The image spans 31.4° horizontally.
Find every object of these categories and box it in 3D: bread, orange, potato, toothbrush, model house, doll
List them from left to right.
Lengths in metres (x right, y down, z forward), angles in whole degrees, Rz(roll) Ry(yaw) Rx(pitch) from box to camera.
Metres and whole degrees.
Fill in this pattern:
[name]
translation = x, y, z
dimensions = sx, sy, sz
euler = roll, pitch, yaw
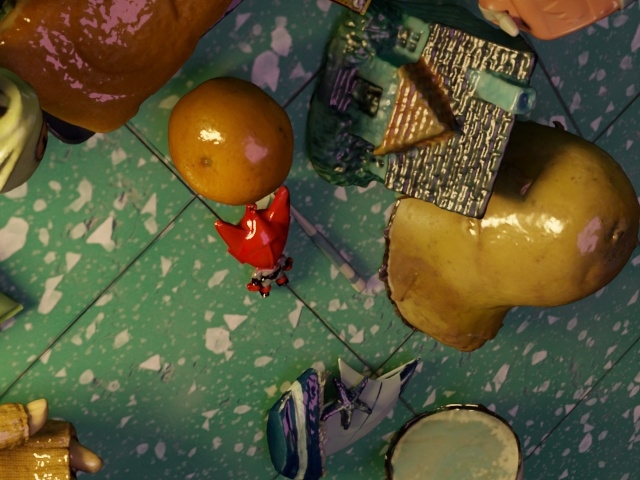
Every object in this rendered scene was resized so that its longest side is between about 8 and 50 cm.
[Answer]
[bread]
translation = -0.198, -0.230, 1.090
dimensions = 0.245, 0.121, 0.174
euler = -46, 135, 10
[orange]
translation = -0.103, -0.122, 1.366
dimensions = 0.136, 0.159, 0.159
euler = -52, 146, -49
[doll]
translation = -0.076, 0.011, 1.524
dimensions = 0.109, 0.057, 0.169
euler = -29, 133, -15
[toothbrush]
translation = 0.000, 0.000, 1.597
dimensions = 0.019, 0.025, 0.275
euler = -46, 134, -5
[model house]
translation = 0.147, -0.151, 1.468
dimensions = 0.226, 0.241, 0.261
euler = -5, 120, -37
[potato]
translation = 0.286, 0.024, 1.644
dimensions = 0.290, 0.296, 0.397
euler = 11, 108, -38

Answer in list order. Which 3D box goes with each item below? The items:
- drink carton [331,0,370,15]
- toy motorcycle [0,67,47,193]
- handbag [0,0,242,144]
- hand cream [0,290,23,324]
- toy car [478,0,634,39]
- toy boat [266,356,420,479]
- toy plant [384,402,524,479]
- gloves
[drink carton]
translation = 0.055, -0.366, 1.391
dimensions = 0.071, 0.056, 0.165
euler = 15, 107, -38
[toy motorcycle]
translation = -0.412, -0.107, 1.019
dimensions = 0.237, 0.410, 0.168
euler = 34, 55, -46
[handbag]
translation = -0.232, -0.287, 1.193
dimensions = 0.326, 0.118, 0.269
euler = -45, 133, -8
[hand cream]
translation = -0.426, 0.058, 1.309
dimensions = 0.095, 0.046, 0.175
euler = -41, 140, -10
[toy car]
translation = 0.274, -0.370, 1.428
dimensions = 0.212, 0.270, 0.180
euler = -33, 135, 9
[toy boat]
translation = 0.033, 0.246, 1.750
dimensions = 0.291, 0.070, 0.210
euler = -41, 138, -14
[toy plant]
translation = 0.260, 0.456, 1.940
dimensions = 0.247, 0.247, 0.332
euler = -38, 135, -11
[gloves]
translation = -0.437, 0.277, 1.357
dimensions = 0.356, 0.155, 0.203
euler = 2, 109, -20
